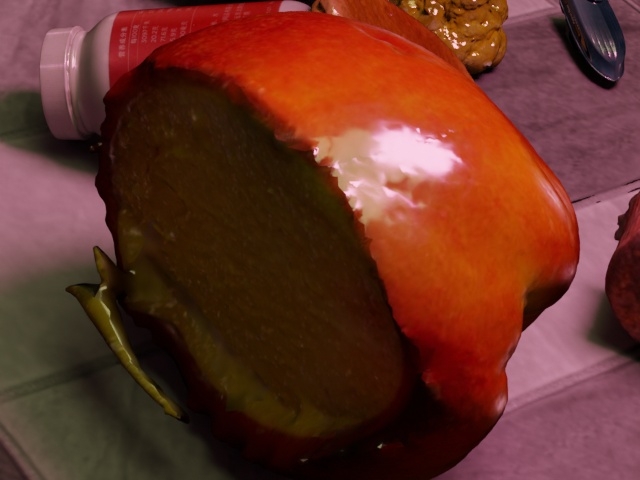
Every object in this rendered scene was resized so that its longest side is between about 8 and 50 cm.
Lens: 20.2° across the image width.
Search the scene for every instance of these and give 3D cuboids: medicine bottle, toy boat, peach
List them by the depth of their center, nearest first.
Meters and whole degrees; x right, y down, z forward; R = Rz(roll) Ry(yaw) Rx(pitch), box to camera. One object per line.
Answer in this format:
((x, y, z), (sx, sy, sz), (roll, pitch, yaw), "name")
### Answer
((0.021, 0.004, 1.402), (0.310, 0.335, 0.406), (-15, 42, -45), "peach")
((-0.124, -0.151, 1.658), (0.250, 0.131, 0.131), (-3, 36, 9), "medicine bottle")
((0.317, -0.233, 2.058), (0.055, 0.060, 0.141), (4, 46, -20), "toy boat")

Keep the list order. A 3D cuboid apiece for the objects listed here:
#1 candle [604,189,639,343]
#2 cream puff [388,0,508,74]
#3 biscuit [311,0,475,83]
((0.425, 0.052, 1.606), (0.317, 0.287, 0.131), (-15, 27, 30), "candle")
((0.147, -0.261, 1.975), (0.146, 0.116, 0.146), (11, 34, -7), "cream puff")
((0.090, -0.095, 1.658), (0.262, 0.052, 0.277), (18, 49, -54), "biscuit")
